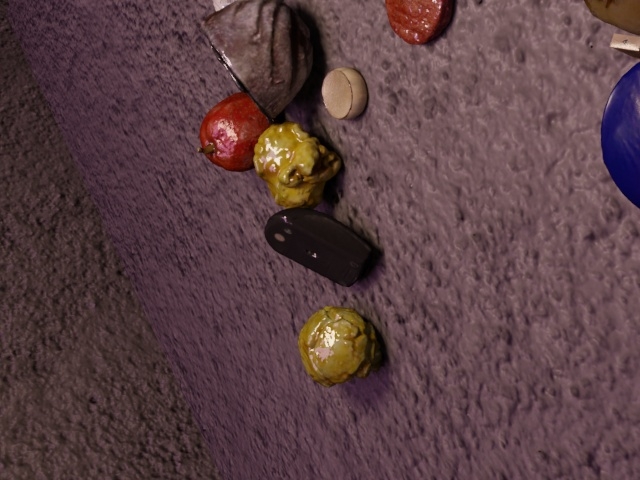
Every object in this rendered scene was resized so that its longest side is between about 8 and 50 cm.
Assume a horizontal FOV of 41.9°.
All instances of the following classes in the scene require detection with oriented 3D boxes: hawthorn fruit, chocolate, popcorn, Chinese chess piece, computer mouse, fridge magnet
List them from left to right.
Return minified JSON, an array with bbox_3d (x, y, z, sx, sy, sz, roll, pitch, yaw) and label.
[{"bbox_3d":[-0.225,-0.273,2.178,0.205,0.253,0.205,36,141,35],"label":"hawthorn fruit"},{"bbox_3d":[-0.124,-0.455,1.993,0.303,0.213,0.303,52,-174,-7],"label":"chocolate"},{"bbox_3d":[-0.051,-0.182,2.050,0.203,0.200,0.226,-17,82,15],"label":"popcorn"},{"bbox_3d":[0.000,0.000,2.026,0.269,0.100,0.170,29,151,-1],"label":"computer mouse"},{"bbox_3d":[0.041,0.263,2.075,0.221,0.183,0.204,-7,91,57],"label":"popcorn"},{"bbox_3d":[0.056,-0.340,1.935,0.122,0.051,0.122,24,119,51],"label":"Chinese chess piece"},{"bbox_3d":[0.545,-0.156,1.254,0.265,0.112,0.266,27,124,48],"label":"fridge magnet"}]

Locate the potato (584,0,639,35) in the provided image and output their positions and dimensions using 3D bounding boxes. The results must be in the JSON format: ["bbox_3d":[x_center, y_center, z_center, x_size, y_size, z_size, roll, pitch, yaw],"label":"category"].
[{"bbox_3d":[0.500,-0.376,1.204,0.262,0.165,0.165,31,126,50],"label":"potato"}]

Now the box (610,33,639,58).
[{"bbox_3d":[0.495,-0.298,1.295,0.053,0.083,0.024,26,106,47],"label":"box"}]

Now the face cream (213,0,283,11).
[{"bbox_3d":[-0.193,-0.642,2.123,0.206,0.111,0.206,24,121,50],"label":"face cream"}]

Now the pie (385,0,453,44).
[{"bbox_3d":[0.194,-0.488,1.684,0.182,0.049,0.182,29,127,47],"label":"pie"}]
